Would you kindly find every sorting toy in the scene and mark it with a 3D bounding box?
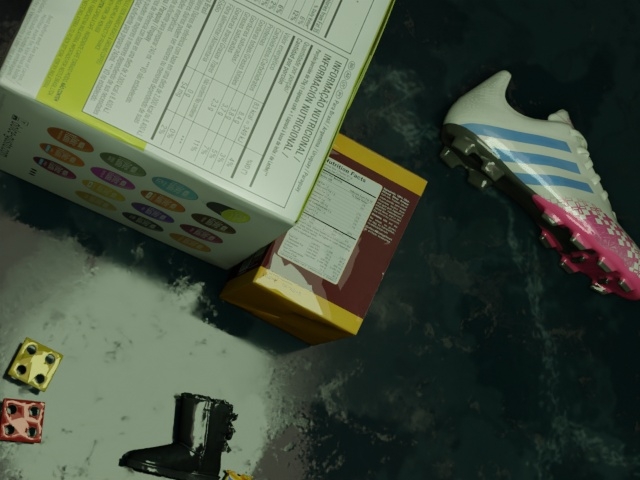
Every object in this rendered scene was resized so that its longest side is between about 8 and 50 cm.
[{"bbox_3d":[-0.424,0.154,1.806,0.275,0.046,0.132,4,81,-14],"label":"sorting toy"}]

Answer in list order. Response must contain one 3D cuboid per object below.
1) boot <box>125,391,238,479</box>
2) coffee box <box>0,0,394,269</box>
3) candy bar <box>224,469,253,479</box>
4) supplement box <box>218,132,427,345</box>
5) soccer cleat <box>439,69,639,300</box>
[{"bbox_3d":[-0.155,0.222,1.871,0.121,0.045,0.099,14,81,-20],"label":"boot"},{"bbox_3d":[-0.146,-0.203,1.779,0.334,0.337,0.338,25,75,-11],"label":"coffee box"},{"bbox_3d":[-0.122,0.337,1.878,0.040,0.018,0.161,28,77,-10],"label":"candy bar"},{"bbox_3d":[0.000,0.000,1.866,0.129,0.191,0.194,28,77,-10],"label":"supplement box"},{"bbox_3d":[0.298,-0.071,1.996,0.331,0.116,0.143,41,75,-6],"label":"soccer cleat"}]
